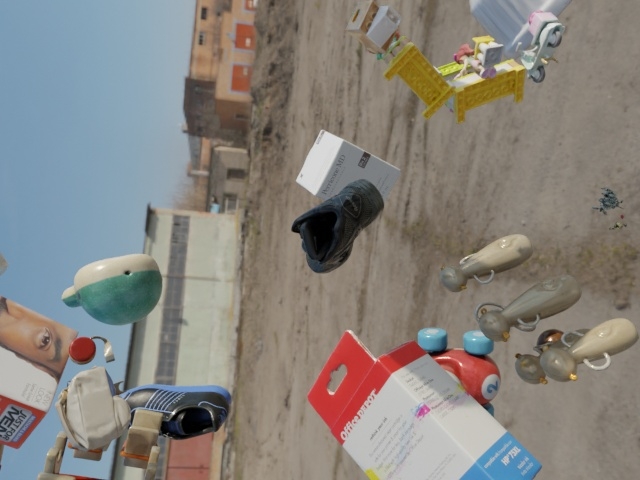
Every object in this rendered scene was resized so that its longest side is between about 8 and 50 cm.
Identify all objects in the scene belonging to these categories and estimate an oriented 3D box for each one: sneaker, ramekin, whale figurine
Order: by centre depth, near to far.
[{"bbox_3d":[0.000,0.000,0.876,0.087,0.130,0.227,54,147,10],"label":"sneaker"},{"bbox_3d":[0.362,-0.441,0.910,0.273,0.127,0.273,-50,0,-1],"label":"ramekin"},{"bbox_3d":[-0.279,0.311,1.000,0.090,0.233,0.081,-82,-17,-74],"label":"sneaker"},{"bbox_3d":[-0.449,0.127,1.232,0.272,0.216,0.141,-33,73,52],"label":"whale figurine"}]

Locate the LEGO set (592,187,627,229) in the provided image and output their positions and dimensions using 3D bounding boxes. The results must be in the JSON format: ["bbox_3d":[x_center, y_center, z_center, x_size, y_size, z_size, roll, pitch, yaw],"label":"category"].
[{"bbox_3d":[0.526,-0.061,1.007,0.083,0.054,0.023,59,179,20],"label":"LEGO set"}]

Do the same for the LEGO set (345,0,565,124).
[{"bbox_3d":[0.145,-0.227,0.685,0.107,0.287,0.132,-116,30,-45],"label":"LEGO set"}]

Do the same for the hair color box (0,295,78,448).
[{"bbox_3d":[-0.280,0.076,0.416,0.053,0.167,0.093,-46,27,19],"label":"hair color box"}]

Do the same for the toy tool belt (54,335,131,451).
[{"bbox_3d":[-0.177,0.120,0.432,0.083,0.052,0.051,67,151,16],"label":"toy tool belt"}]

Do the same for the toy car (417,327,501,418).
[{"bbox_3d":[0.301,0.344,1.287,0.238,0.211,0.219,-26,-65,-67],"label":"toy car"}]

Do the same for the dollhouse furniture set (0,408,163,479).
[{"bbox_3d":[-0.338,0.317,0.706,0.262,0.259,0.135,-139,63,-78],"label":"dollhouse furniture set"}]

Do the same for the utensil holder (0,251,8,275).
[{"bbox_3d":[-0.852,-0.030,1.069,0.385,0.328,0.327,56,173,-7],"label":"utensil holder"}]

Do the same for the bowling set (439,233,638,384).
[{"bbox_3d":[0.316,0.146,0.837,0.287,0.154,0.199,-122,9,-56],"label":"bowling set"}]

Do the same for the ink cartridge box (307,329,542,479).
[{"bbox_3d":[0.101,0.210,0.618,0.231,0.078,0.134,45,126,27],"label":"ink cartridge box"}]

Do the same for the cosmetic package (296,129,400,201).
[{"bbox_3d":[0.067,-0.162,1.398,0.151,0.184,0.151,-63,28,9],"label":"cosmetic package"}]
